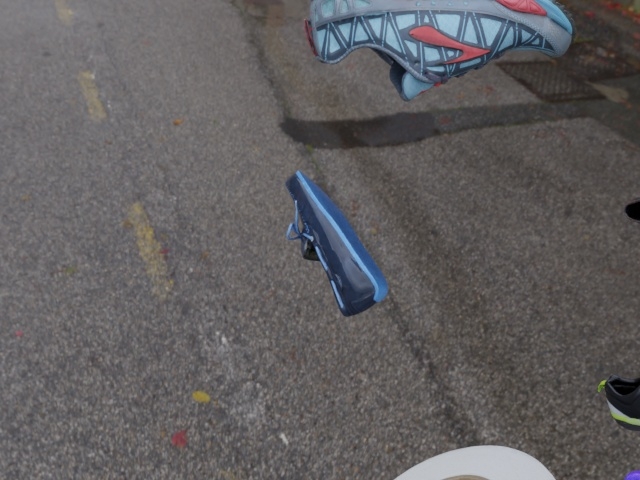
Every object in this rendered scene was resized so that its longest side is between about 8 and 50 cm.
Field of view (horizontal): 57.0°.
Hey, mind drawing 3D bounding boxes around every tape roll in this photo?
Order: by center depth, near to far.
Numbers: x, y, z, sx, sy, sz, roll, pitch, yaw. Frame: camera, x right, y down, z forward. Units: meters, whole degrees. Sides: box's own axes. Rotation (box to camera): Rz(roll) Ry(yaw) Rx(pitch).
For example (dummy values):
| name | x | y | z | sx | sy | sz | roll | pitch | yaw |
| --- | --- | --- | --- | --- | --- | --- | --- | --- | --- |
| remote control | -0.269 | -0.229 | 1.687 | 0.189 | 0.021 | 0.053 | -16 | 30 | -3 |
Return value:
| name | x | y | z | sx | sy | sz | roll | pitch | yaw |
| --- | --- | --- | --- | --- | --- | --- | --- | --- | --- |
| tape roll | 0.236 | 0.509 | 1.030 | 0.392 | 0.392 | 0.072 | -33 | 100 | -39 |

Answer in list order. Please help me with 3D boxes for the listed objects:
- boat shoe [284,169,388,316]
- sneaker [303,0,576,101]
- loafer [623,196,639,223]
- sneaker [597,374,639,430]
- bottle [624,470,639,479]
| name | x | y | z | sx | sy | sz | roll | pitch | yaw |
| --- | --- | --- | --- | --- | --- | --- | --- | --- | --- |
| boat shoe | 0.000 | 0.000 | 0.905 | 0.109 | 0.089 | 0.258 | 28 | 26 | -52 |
| sneaker | 0.112 | -0.197 | 0.580 | 0.262 | 0.125 | 0.104 | 10 | 17 | -4 |
| loafer | 0.613 | -0.043 | 1.003 | 0.095 | 0.109 | 0.302 | -10 | 4 | 10 |
| sneaker | 0.543 | 0.242 | 0.914 | 0.084 | 0.235 | 0.097 | -29 | 92 | -39 |
| bottle | 0.810 | 0.631 | 1.433 | 0.092 | 0.283 | 0.118 | -7 | 65 | 36 |
